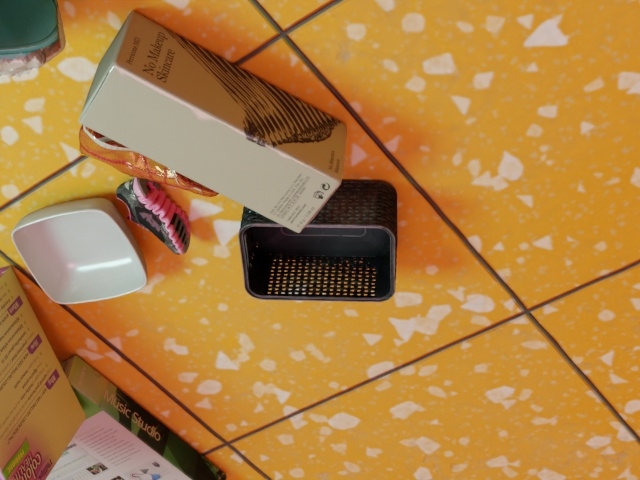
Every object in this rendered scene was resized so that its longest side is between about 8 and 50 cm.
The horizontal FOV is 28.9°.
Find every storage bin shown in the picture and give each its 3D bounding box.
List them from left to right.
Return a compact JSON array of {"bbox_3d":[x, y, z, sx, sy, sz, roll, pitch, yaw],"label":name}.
[{"bbox_3d":[0.000,0.000,1.463,0.180,0.084,0.122,0,132,4],"label":"storage bin"}]

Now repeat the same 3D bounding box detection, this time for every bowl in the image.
[{"bbox_3d":[-0.289,0.006,1.518,0.142,0.053,0.142,-11,130,16],"label":"bowl"}]

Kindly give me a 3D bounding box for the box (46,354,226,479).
[{"bbox_3d":[-0.327,0.315,1.800,0.232,0.058,0.322,-28,125,27],"label":"box"}]

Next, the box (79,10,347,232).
[{"bbox_3d":[-0.111,-0.126,1.344,0.275,0.113,0.094,26,129,-19],"label":"box"}]

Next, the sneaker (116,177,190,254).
[{"bbox_3d":[-0.202,-0.029,1.488,0.057,0.047,0.119,-16,121,28],"label":"sneaker"}]

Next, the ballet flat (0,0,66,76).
[{"bbox_3d":[-0.455,-0.242,1.284,0.409,0.147,0.147,12,132,-1],"label":"ballet flat"}]

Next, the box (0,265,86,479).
[{"bbox_3d":[-0.427,0.193,1.554,0.117,0.213,0.243,-15,112,18],"label":"box"}]

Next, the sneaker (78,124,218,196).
[{"bbox_3d":[-0.192,-0.096,1.423,0.175,0.064,0.067,25,150,-9],"label":"sneaker"}]
